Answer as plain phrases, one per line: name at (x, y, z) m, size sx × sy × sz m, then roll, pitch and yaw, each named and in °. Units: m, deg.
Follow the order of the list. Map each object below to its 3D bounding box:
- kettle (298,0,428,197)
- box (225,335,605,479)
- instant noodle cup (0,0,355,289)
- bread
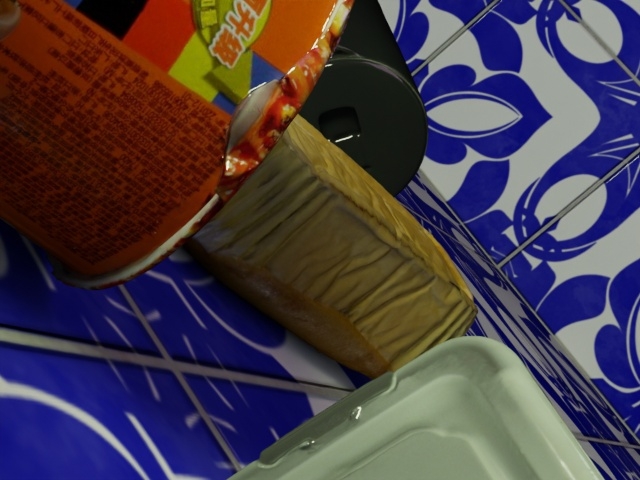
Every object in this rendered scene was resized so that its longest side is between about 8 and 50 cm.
kettle at (-0.005, -0.142, 1.309) m, size 0.203 × 0.262 × 0.308 m, roll 9°, pitch 28°, yaw -14°
box at (0.058, 0.163, 0.444) m, size 0.130 × 0.162 × 0.227 m, roll 54°, pitch 4°, yaw -48°
instant noodle cup at (-0.128, -0.127, 0.526) m, size 0.192 × 0.250 × 0.250 m, roll 32°, pitch 18°, yaw -32°
bread at (0.000, 0.000, 0.880) m, size 0.288 × 0.119 × 0.152 m, roll 38°, pitch 18°, yaw -42°
